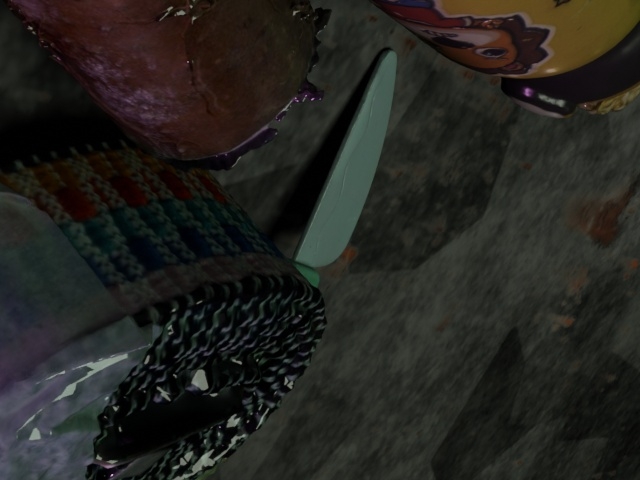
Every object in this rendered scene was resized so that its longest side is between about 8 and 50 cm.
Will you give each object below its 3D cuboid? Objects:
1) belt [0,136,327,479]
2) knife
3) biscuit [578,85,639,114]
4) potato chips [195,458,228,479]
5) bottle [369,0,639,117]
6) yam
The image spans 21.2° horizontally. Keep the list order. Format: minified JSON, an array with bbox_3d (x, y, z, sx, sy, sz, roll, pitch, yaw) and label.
[{"bbox_3d":[-0.127,0.060,0.893,0.257,0.150,0.207,-18,145,-45],"label":"belt"},{"bbox_3d":[0.001,0.001,1.105,0.063,0.034,0.260,31,85,-54],"label":"knife"},{"bbox_3d":[0.229,-0.171,1.246,0.082,0.070,0.168,-10,132,-46],"label":"biscuit"},{"bbox_3d":[-0.116,0.195,1.136,0.228,0.059,0.167,-69,163,-1],"label":"potato chips"},{"bbox_3d":[0.112,-0.174,0.964,0.171,0.171,0.351,-57,151,5],"label":"bottle"},{"bbox_3d":[-0.089,-0.141,0.757,0.131,0.131,0.280,-49,150,-8],"label":"yam"}]
